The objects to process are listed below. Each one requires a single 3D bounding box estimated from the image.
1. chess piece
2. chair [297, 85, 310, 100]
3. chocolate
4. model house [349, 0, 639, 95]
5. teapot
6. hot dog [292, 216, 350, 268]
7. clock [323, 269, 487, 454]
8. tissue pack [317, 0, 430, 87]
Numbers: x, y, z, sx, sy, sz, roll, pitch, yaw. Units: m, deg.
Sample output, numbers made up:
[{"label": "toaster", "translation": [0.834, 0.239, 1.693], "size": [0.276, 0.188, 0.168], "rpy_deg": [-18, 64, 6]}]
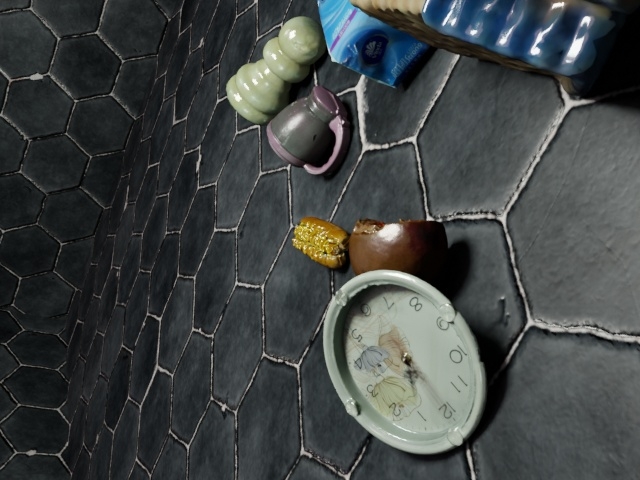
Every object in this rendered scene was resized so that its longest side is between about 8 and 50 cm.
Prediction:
[{"label": "chess piece", "translation": [-0.081, -0.361, 1.417], "size": [0.243, 0.133, 0.133], "rpy_deg": [-40, 44, 40]}, {"label": "chair", "translation": [-0.020, -0.267, 1.342], "size": [0.042, 0.037, 0.086], "rpy_deg": [-49, 32, 21]}, {"label": "chocolate", "translation": [0.103, 0.013, 0.886], "size": [0.127, 0.124, 0.133], "rpy_deg": [65, 168, 10]}, {"label": "model house", "translation": [0.164, -0.388, 0.640], "size": [0.395, 0.445, 0.400], "rpy_deg": [-64, 28, 17]}, {"label": "teapot", "translation": [-0.017, -0.202, 1.233], "size": [0.146, 0.116, 0.148], "rpy_deg": [-44, 36, 28]}, {"label": "hot dog", "translation": [0.000, 0.000, 1.171], "size": [0.165, 0.045, 0.071], "rpy_deg": [27, 103, 61]}, {"label": "clock", "translation": [0.105, 0.145, 0.841], "size": [0.236, 0.053, 0.236], "rpy_deg": [13, 111, 36]}, {"label": "tissue pack", "translation": [0.122, -0.403, 1.033], "size": [0.263, 0.146, 0.198], "rpy_deg": [-51, 36, 39]}]
